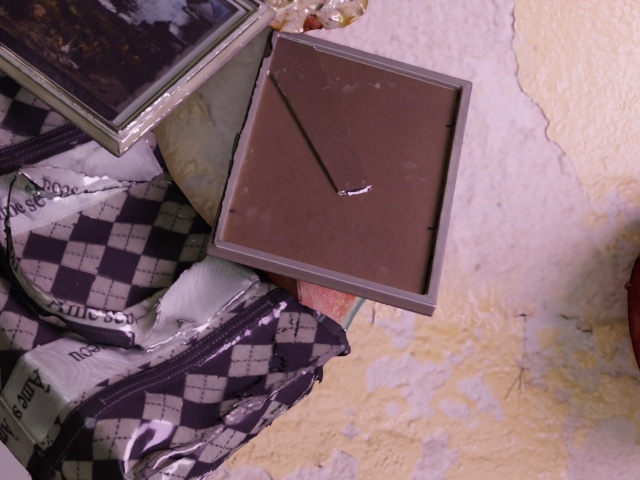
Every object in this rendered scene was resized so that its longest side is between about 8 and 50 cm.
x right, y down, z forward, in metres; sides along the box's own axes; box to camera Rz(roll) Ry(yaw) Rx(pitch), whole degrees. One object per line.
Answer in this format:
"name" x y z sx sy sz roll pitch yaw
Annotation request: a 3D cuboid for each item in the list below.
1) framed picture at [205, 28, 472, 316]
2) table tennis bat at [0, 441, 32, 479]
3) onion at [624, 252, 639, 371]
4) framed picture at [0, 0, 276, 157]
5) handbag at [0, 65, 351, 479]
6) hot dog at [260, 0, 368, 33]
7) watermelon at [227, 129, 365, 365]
"framed picture" 0.025 -0.073 1.584 0.211 0.020 0.289 16 51 -4
"table tennis bat" -0.338 0.230 1.680 0.414 0.051 0.268 38 89 -5
"onion" 0.420 0.071 1.607 0.276 0.276 0.276 0 96 -2
"framed picture" -0.221 -0.229 1.552 0.296 0.019 0.232 36 58 12
"handbag" -0.197 0.032 1.514 0.317 0.180 0.416 -29 72 -39
"hot dog" -0.012 -0.304 1.621 0.146 0.103 0.213 2 108 -16
"watermelon" 0.003 -0.010 1.655 0.146 0.128 0.231 -20 120 -28
